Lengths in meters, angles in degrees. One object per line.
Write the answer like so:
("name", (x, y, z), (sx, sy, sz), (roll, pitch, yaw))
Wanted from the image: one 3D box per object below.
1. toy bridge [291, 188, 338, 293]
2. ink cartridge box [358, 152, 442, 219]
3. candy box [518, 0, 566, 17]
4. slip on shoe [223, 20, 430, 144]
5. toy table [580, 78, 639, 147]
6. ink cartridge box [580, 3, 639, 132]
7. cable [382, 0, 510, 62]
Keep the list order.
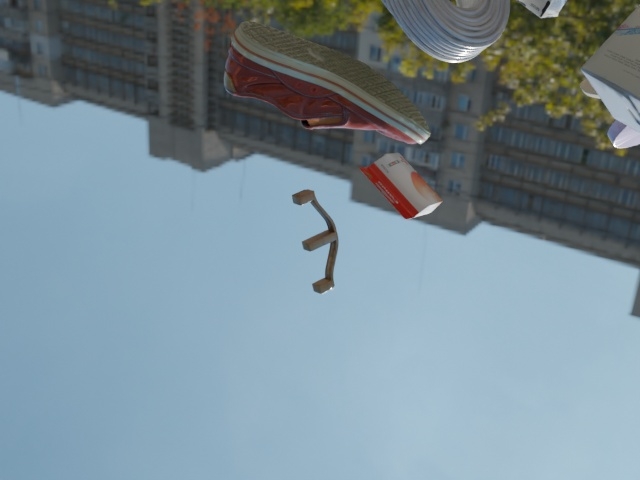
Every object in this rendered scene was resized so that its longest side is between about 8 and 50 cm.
("toy bridge", (0.000, 0.000, 1.537), (0.063, 0.188, 0.026), (-26, -155, -30))
("ink cartridge box", (0.165, -0.114, 1.820), (0.145, 0.045, 0.179), (49, -160, 11))
("candy box", (0.404, -0.532, 1.626), (0.165, 0.196, 0.070), (44, -141, 23))
("slip on shoe", (0.011, -0.207, 1.286), (0.331, 0.101, 0.123), (17, -147, -25))
("toy table", (0.666, -0.319, 1.766), (0.274, 0.252, 0.160), (-27, -114, 8))
("ink cartridge box", (0.468, -0.235, 1.195), (0.128, 0.176, 0.127), (39, -174, -39))
("cable", (0.222, -0.444, 1.574), (0.257, 0.257, 0.089), (-42, -169, -36))
